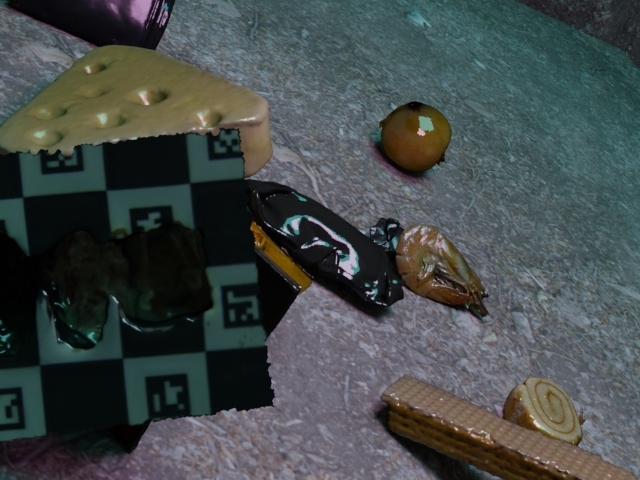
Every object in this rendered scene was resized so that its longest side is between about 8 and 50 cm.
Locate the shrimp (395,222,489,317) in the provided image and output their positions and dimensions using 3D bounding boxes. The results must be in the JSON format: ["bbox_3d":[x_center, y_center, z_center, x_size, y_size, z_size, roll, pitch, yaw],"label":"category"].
[{"bbox_3d":[0.212,0.063,1.881,0.217,0.115,0.051,44,-12,-13],"label":"shrimp"}]

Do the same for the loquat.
[{"bbox_3d":[0.197,-0.212,2.205,0.163,0.137,0.163,30,10,-6],"label":"loquat"}]

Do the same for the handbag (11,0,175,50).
[{"bbox_3d":[-0.401,-0.490,1.973,0.302,0.178,0.275,24,31,-18],"label":"handbag"}]

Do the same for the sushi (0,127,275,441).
[{"bbox_3d":[-0.246,0.046,1.139,0.373,0.296,0.100,-8,3,1],"label":"sushi"}]

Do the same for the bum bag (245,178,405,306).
[{"bbox_3d":[0.000,0.000,1.754,0.326,0.079,0.142,35,28,-6],"label":"bum bag"}]

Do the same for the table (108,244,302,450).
[{"bbox_3d":[-0.220,0.059,1.324,0.282,0.196,0.250,42,29,13],"label":"table"}]

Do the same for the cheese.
[{"bbox_3d":[-0.299,-0.152,1.540,0.384,0.104,0.384,-2,32,1],"label":"cheese"}]

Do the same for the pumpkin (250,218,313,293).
[{"bbox_3d":[-0.121,0.016,1.602,0.278,0.111,0.163,41,4,17],"label":"pumpkin"}]

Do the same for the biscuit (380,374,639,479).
[{"bbox_3d":[0.259,0.288,1.478,0.379,0.054,0.094,20,20,24],"label":"biscuit"}]

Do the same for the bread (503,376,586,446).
[{"bbox_3d":[0.349,0.277,1.691,0.122,0.073,0.149,20,32,-20],"label":"bread"}]

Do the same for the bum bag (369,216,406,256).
[{"bbox_3d":[0.173,0.018,1.924,0.198,0.049,0.087,28,36,-18],"label":"bum bag"}]
